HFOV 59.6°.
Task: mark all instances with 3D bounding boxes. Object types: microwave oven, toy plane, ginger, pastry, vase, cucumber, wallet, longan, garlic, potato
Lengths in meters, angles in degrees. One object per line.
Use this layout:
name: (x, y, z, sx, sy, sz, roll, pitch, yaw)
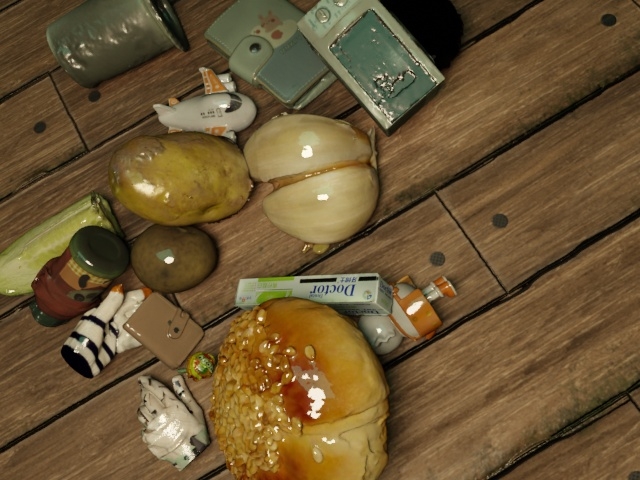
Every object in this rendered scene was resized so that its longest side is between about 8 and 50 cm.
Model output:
microwave oven: (0.121, -0.406, 1.243, 0.181, 0.237, 0.295, -41, 89, 11)
toy plane: (-0.280, -0.314, 1.374, 0.245, 0.117, 0.244, -3, 71, 7)
ginger: (0.000, 0.001, 1.285, 0.097, 0.030, 0.048, -42, 75, -9)
pastry: (-0.055, 0.302, 1.028, 0.245, 0.409, 0.409, 1, 67, -37)
vase: (-0.517, -0.523, 1.415, 0.291, 0.245, 0.245, -27, 72, 5)
cucumber: (-0.628, 0.021, 1.326, 0.325, 0.145, 0.105, -31, 35, 0)
wallet: (-0.340, 0.195, 1.224, 0.153, 0.039, 0.118, 41, 54, -9)
longan: (-0.325, 0.039, 1.246, 0.187, 0.167, 0.167, -11, 72, 2)
garlic: (-0.018, -0.148, 1.257, 0.313, 0.249, 0.286, -5, 112, -2)
potato: (-0.319, -0.133, 1.196, 0.229, 0.266, 0.229, 2, 94, 31)
wallet: (-0.117, -0.499, 1.430, 0.360, 0.083, 0.252, 41, 77, 18)

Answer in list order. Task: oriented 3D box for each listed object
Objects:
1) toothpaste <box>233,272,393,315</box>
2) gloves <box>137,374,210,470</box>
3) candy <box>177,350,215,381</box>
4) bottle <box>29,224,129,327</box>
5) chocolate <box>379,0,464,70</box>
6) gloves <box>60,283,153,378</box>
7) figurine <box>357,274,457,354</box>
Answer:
toothpaste: (-0.019, 0.116, 1.165, 0.336, 0.081, 0.067, -5, 65, 29)
gloves: (-0.325, 0.370, 1.179, 0.127, 0.111, 0.212, -43, 80, -1)
candy: (-0.271, 0.268, 1.167, 0.060, 0.201, 0.060, 9, 70, -26)
bottle: (-0.545, 0.094, 1.252, 0.156, 0.143, 0.271, 38, 118, -20)
chocolate: (0.256, -0.512, 1.372, 0.224, 0.206, 0.177, 42, 38, 7)
gloves: (-0.461, 0.190, 1.244, 0.140, 0.131, 0.218, 53, 45, -19)
figurine: (0.153, 0.158, 1.162, 0.271, 0.143, 0.143, -18, 72, 0)
